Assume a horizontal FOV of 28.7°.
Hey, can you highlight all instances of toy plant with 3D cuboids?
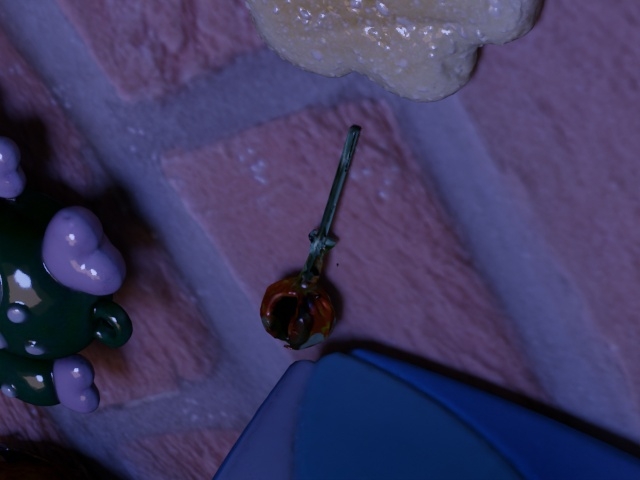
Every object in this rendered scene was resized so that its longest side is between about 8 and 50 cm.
[{"bbox_3d":[-0.241,0.019,0.947,0.243,0.112,0.232,41,138,3],"label":"toy plant"}]

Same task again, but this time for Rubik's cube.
[{"bbox_3d":[0.062,0.329,0.855,0.347,0.351,0.352,21,129,13],"label":"Rubik's cube"}]

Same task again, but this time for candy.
[{"bbox_3d":[0.000,0.000,0.856,0.055,0.049,0.185,20,123,5],"label":"candy"}]

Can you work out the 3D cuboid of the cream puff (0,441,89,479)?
[{"bbox_3d":[-0.276,0.364,1.094,0.350,0.228,0.351,27,127,43],"label":"cream puff"}]

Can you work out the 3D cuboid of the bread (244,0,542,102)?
[{"bbox_3d":[0.000,-0.179,0.715,0.251,0.039,0.181,47,132,-11],"label":"bread"}]
